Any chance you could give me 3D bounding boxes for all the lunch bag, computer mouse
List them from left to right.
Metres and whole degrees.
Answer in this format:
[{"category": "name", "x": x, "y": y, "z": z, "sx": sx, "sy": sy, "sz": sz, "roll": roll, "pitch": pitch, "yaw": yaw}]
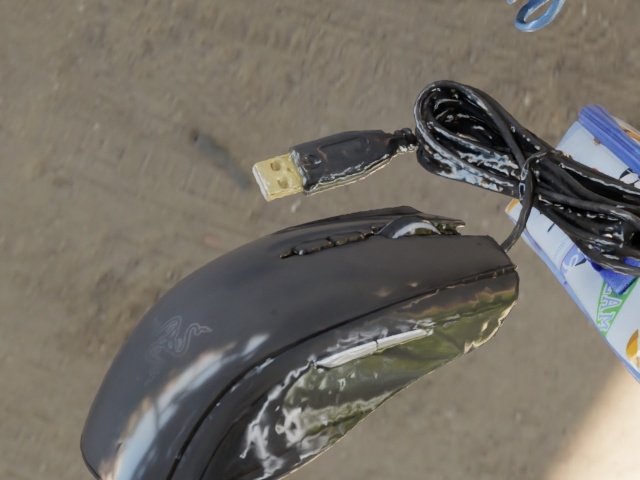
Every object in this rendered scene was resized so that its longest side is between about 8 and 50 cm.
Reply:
[{"category": "computer mouse", "x": 0.000, "y": 0.000, "z": 0.762, "sx": 0.262, "sy": 0.184, "sz": 0.060, "roll": -26, "pitch": 125, "yaw": -19}, {"category": "lunch bag", "x": 0.221, "y": 0.042, "z": 0.973, "sx": 0.243, "sy": 0.303, "sz": 0.115, "roll": 39, "pitch": 97, "yaw": -17}]

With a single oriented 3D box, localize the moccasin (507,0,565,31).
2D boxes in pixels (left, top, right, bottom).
[{"category": "moccasin", "x": 0.087, "y": -0.177, "z": 1.008, "sx": 0.342, "sy": 0.117, "sz": 0.138, "roll": -7, "pitch": 129, "yaw": -35}]
